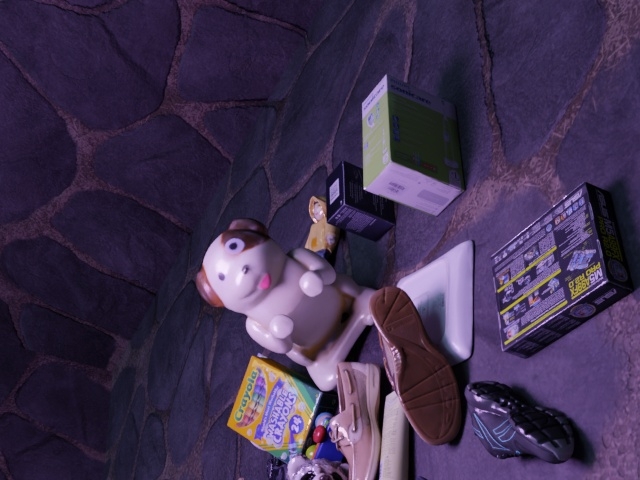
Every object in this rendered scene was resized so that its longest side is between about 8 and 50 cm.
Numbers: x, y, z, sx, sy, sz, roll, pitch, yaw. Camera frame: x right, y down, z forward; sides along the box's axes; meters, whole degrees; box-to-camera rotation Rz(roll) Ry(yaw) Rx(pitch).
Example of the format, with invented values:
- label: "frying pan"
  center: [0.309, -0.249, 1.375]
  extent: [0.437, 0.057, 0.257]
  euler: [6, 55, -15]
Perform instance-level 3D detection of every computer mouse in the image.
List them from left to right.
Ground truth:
- label: "computer mouse"
  center: [-0.088, 0.632, 2.229]
  extent: [0.272, 0.072, 0.189]
  euler: [147, 136, -73]

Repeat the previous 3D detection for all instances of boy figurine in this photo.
- label: "boy figurine"
  center: [0.000, 0.000, 2.496]
  extent: [0.177, 0.092, 0.285]
  euler: [-25, 53, 63]

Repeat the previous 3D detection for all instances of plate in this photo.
- label: "plate"
  center: [0.235, 0.161, 1.904]
  extent: [0.278, 0.045, 0.277]
  euler: [-37, 39, 52]

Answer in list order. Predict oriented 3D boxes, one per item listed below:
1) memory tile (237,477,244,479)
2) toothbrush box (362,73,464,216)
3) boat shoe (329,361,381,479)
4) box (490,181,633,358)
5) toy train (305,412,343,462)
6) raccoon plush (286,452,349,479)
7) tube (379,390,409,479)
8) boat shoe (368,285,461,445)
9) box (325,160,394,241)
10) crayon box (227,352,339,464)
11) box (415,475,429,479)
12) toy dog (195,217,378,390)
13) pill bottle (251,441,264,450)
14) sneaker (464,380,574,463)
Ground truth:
- label: "memory tile"
  center: [-0.240, 0.773, 2.514]
  extent: [0.113, 0.012, 0.148]
  euler: [-63, 24, 17]
- label: "toothbrush box"
  center: [0.215, -0.225, 2.046]
  extent: [0.122, 0.206, 0.283]
  euler: [-46, 34, 46]
- label: "boat shoe"
  center: [0.071, 0.428, 1.933]
  extent: [0.122, 0.110, 0.341]
  euler: [104, 173, -50]
- label: "box"
  center: [0.421, 0.057, 1.553]
  extent: [0.270, 0.060, 0.216]
  euler: [-47, 33, 44]
- label: "toy train"
  center: [-0.006, 0.542, 2.078]
  extent: [0.143, 0.105, 0.248]
  euler: [-144, 74, -77]
- label: "raccoon plush"
  center: [-0.059, 0.689, 1.959]
  extent: [0.446, 0.216, 0.299]
  euler: [-54, 21, 35]
- label: "tube"
  center: [0.162, 0.422, 1.852]
  extent: [0.070, 0.062, 0.240]
  euler: [-9, 49, 17]
- label: "boat shoe"
  center: [0.192, 0.265, 1.790]
  extent: [0.123, 0.123, 0.342]
  euler: [82, 165, -65]
- label: "box"
  center: [0.102, -0.101, 2.258]
  extent: [0.093, 0.158, 0.156]
  euler: [-47, 32, 42]
- label: "crayon box"
  center: [-0.118, 0.436, 2.261]
  extent: [0.322, 0.083, 0.203]
  euler: [20, 90, 43]
- label: "box"
  center: [0.208, 0.603, 1.360]
  extent: [0.343, 0.179, 0.312]
  euler: [-60, 23, -8]
- label: "toy dog"
  center: [-0.097, 0.112, 2.128]
  extent: [0.285, 0.408, 0.395]
  euler: [-51, 33, 6]
- label: "pill bottle"
  center: [-0.124, 0.487, 2.377]
  extent: [0.169, 0.094, 0.094]
  euler: [-62, 24, 19]
- label: "sneaker"
  center: [0.344, 0.331, 1.497]
  extent: [0.267, 0.101, 0.106]
  euler: [-150, 59, -66]
